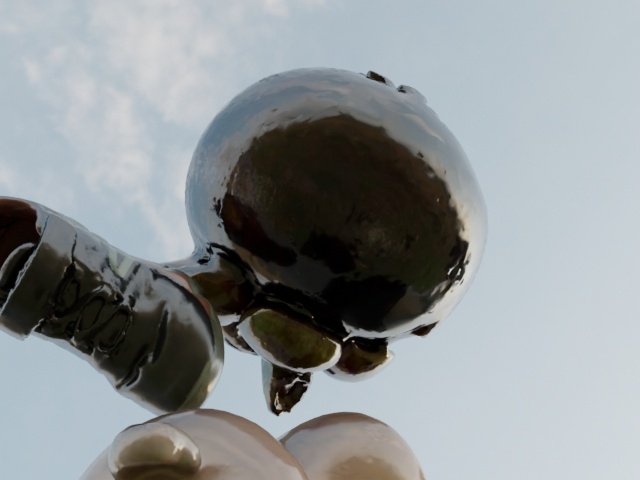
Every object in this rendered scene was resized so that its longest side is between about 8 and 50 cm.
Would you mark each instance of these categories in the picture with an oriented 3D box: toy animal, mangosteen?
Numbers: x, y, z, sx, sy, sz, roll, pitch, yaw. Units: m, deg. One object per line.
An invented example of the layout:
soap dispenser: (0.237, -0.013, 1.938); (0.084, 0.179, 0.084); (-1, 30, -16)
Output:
toy animal: (-0.039, 0.195, 0.592); (0.229, 0.221, 0.210); (29, -65, 9)
mangosteen: (0.000, 0.000, 0.936); (0.307, 0.307, 0.347); (28, -98, -10)

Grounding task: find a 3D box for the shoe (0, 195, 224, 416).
shoe: (-0.204, 0.041, 0.784); (0.291, 0.137, 0.114); (30, -94, 22)
